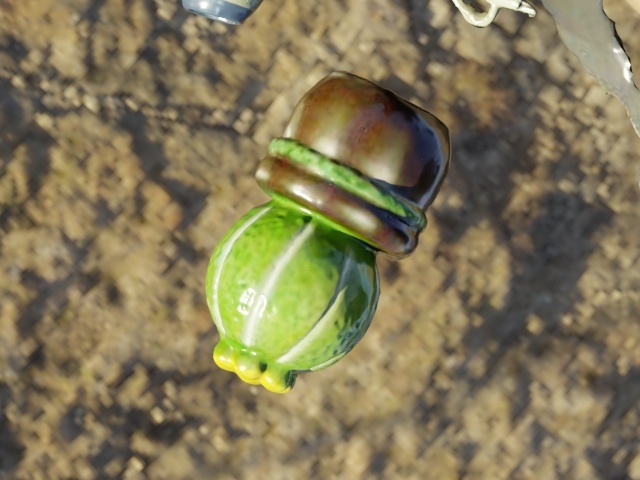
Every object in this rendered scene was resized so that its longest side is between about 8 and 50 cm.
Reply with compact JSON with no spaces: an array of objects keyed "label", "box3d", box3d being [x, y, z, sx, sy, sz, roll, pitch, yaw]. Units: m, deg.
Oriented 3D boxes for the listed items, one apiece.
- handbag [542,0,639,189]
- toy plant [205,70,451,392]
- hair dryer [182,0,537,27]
[{"label":"handbag","box3d":[0.169,-0.109,0.413,0.283,0.302,0.149,-57,137,-9]},{"label":"toy plant","box3d":[0.000,0.000,0.932,0.093,0.093,0.162,33,83,-47]},{"label":"hair dryer","box3d":[0.020,-0.198,0.975,0.067,0.199,0.167,2,91,-73]}]
